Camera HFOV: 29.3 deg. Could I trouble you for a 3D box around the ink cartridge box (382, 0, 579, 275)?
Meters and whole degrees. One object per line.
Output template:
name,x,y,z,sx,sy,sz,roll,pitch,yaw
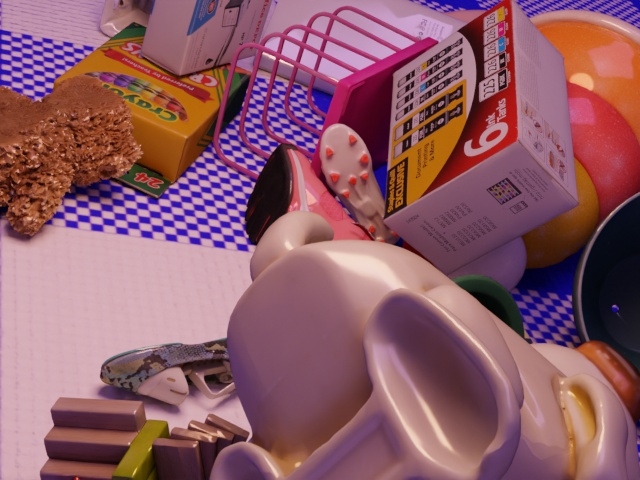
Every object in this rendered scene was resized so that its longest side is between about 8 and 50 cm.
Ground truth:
ink cartridge box,0.176,-0.120,1.574,0.130,0.272,0.309,41,34,-28

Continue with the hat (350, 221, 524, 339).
hat,0.122,0.109,1.461,0.173,0.208,0.183,22,-7,-33

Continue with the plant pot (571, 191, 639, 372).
plant pot,0.447,0.077,1.566,0.290,0.290,0.195,20,-5,-1

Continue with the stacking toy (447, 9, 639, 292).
stacking toy,0.295,-0.074,1.726,0.351,0.350,0.480,31,52,16

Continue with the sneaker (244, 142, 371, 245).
sneaker,0.000,0.001,1.566,0.136,0.116,0.314,16,34,-32

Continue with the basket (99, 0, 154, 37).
basket,-0.248,-0.362,1.950,0.167,0.113,0.103,24,29,5

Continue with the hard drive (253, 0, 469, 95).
hard drive,0.088,-0.326,2.068,0.353,0.047,0.233,21,58,-2

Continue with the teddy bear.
teddy bear,-0.389,-0.098,1.489,0.245,0.113,0.338,26,39,22

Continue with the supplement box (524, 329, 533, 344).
supplement box,0.203,0.119,1.522,0.083,0.056,0.083,5,35,-24

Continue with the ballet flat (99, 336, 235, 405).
ballet flat,-0.138,0.140,1.291,0.188,0.070,0.070,-9,42,-34

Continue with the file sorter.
file sorter,0.005,-0.206,1.770,0.182,0.202,0.291,29,32,17

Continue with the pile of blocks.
pile of blocks,-0.088,0.253,1.058,0.362,0.149,0.112,23,31,3

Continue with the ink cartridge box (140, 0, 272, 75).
ink cartridge box,-0.158,-0.329,1.767,0.082,0.139,0.191,33,31,22

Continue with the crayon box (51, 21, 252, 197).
crayon box,-0.244,-0.191,1.718,0.202,0.081,0.318,24,32,4

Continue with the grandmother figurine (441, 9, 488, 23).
grandmother figurine,0.186,-0.385,2.254,0.342,0.104,0.208,-3,30,-37

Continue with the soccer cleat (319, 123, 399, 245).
soccer cleat,0.048,-0.073,1.641,0.068,0.196,0.076,-30,25,-2

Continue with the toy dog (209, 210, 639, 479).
toy dog,0.114,0.175,1.043,0.408,0.284,0.395,23,21,-42
